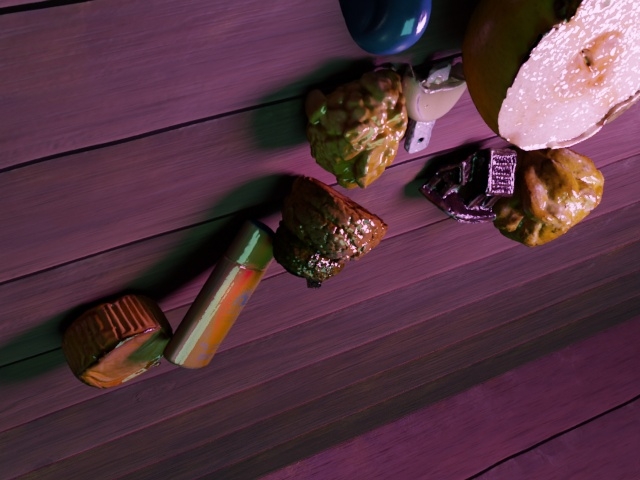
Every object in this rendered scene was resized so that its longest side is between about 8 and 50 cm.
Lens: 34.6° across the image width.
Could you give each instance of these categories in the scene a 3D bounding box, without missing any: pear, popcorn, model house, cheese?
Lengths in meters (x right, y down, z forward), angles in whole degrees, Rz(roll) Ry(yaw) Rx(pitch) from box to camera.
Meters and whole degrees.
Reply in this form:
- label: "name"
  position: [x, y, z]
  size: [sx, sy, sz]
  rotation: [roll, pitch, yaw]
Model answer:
- label: "pear"
  position: [0.352, -0.313, 1.520]
  size: [0.340, 0.191, 0.386]
  rotation: [-39, 154, 7]
- label: "popcorn"
  position: [0.054, -0.164, 1.550]
  size: [0.163, 0.140, 0.194]
  rotation: [-17, 152, -39]
- label: "model house"
  position: [0.292, -0.118, 1.950]
  size: [0.165, 0.106, 0.152]
  rotation: [-3, 144, -41]
- label: "cheese"
  position: [0.173, -0.216, 1.687]
  size: [0.127, 0.049, 0.235]
  rotation: [-22, 154, -20]

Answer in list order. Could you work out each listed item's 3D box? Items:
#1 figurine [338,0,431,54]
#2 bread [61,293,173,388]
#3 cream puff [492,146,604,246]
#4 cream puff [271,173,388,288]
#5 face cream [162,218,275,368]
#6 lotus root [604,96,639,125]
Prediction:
- label: "figurine"
  position: [0.063, -0.409, 1.019]
  size: [0.298, 0.243, 0.416]
  rotation: [-2, 125, -32]
- label: "bread"
  position: [-0.355, 0.173, 1.798]
  size: [0.199, 0.104, 0.199]
  rotation: [-29, 159, -12]
- label: "cream puff"
  position: [0.450, -0.096, 2.062]
  size: [0.196, 0.244, 0.244]
  rotation: [29, 126, -22]
- label: "cream puff"
  position: [0.000, 0.000, 1.724]
  size: [0.169, 0.183, 0.183]
  rotation: [-59, 152, 5]
- label: "face cream"
  position: [-0.164, 0.091, 1.790]
  size: [0.285, 0.067, 0.139]
  rotation: [-58, 162, 9]
- label: "lotus root"
  position: [0.465, -0.270, 1.801]
  size: [0.173, 0.173, 0.309]
  rotation: [-15, 159, -31]
